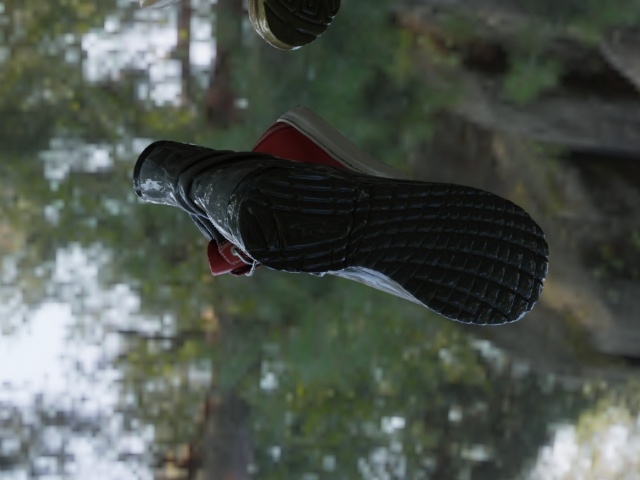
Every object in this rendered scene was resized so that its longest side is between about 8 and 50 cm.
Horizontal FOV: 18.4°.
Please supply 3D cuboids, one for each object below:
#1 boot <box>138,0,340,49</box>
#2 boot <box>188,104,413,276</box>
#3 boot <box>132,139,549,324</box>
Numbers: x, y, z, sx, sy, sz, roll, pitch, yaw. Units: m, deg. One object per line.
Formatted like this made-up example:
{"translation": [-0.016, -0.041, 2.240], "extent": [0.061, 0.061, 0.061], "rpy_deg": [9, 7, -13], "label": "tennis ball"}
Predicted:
{"translation": [-0.084, -0.259, 1.845], "extent": [0.089, 0.236, 0.269], "rpy_deg": [30, 154, -33], "label": "boot"}
{"translation": [0.000, 0.000, 1.776], "extent": [0.244, 0.088, 0.176], "rpy_deg": [35, -111, 32], "label": "boot"}
{"translation": [0.015, -0.019, 1.263], "extent": [0.246, 0.083, 0.161], "rpy_deg": [14, -174, -31], "label": "boot"}
